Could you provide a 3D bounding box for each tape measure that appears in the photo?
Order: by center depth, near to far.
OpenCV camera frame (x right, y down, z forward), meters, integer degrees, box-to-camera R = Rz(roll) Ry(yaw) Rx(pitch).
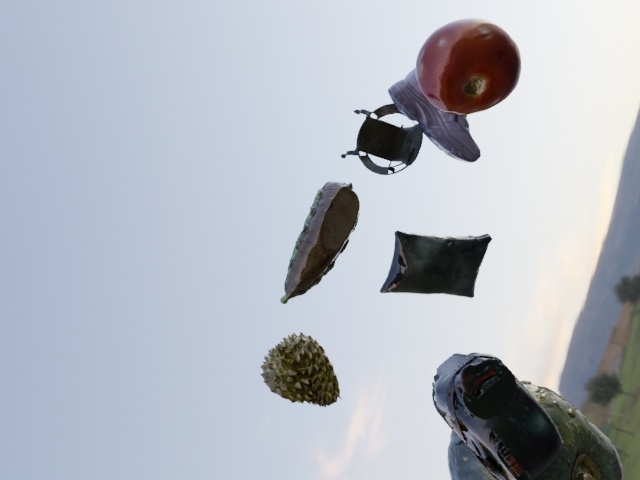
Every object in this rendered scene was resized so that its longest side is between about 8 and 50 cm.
[{"bbox_3d":[0.271,0.279,1.111,0.135,0.223,0.202,-38,-1,-10],"label":"tape measure"}]

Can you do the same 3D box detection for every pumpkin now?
[{"bbox_3d":[0.403,0.419,1.347,0.328,0.257,0.292,49,-123,-16],"label":"pumpkin"}]

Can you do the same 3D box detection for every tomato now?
[{"bbox_3d":[0.275,-0.327,1.331,0.195,0.195,0.136,72,-170,-48],"label":"tomato"}]

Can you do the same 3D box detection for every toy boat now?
[{"bbox_3d":[0.003,0.001,1.461,0.293,0.108,0.099,-63,17,-20],"label":"toy boat"}]

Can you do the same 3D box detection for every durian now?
[{"bbox_3d":[-0.046,0.294,1.618,0.132,0.165,0.183,49,-158,-55],"label":"durian"}]

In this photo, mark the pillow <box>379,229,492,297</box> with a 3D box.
[{"bbox_3d":[0.278,0.061,1.716,0.106,0.249,0.186,-106,21,-57],"label":"pillow"}]

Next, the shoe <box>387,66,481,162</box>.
[{"bbox_3d":[0.271,-0.279,1.519,0.137,0.245,0.095,-46,3,10],"label":"shoe"}]

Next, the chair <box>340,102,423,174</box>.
[{"bbox_3d":[0.157,-0.241,1.711,0.213,0.148,0.174,-160,87,-77],"label":"chair"}]
